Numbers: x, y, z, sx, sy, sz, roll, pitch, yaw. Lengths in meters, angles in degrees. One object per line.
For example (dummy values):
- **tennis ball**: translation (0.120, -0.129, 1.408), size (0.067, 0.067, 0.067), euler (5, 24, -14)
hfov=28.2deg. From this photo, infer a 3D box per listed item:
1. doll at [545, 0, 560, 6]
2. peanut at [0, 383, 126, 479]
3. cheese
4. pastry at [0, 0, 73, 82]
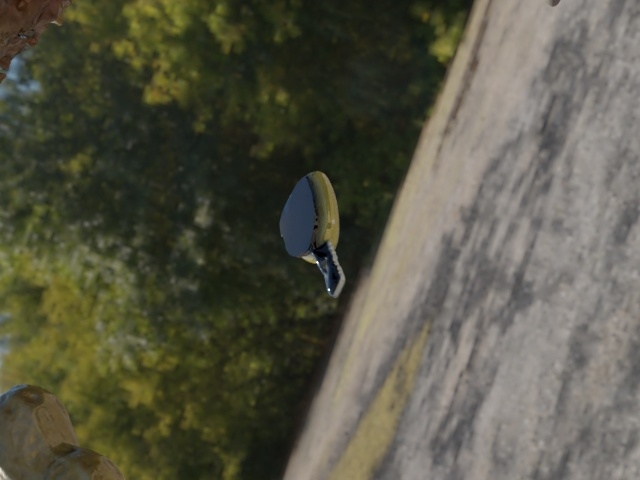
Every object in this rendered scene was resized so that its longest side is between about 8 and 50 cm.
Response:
- **doll**: translation (0.287, -0.321, 0.876), size (0.215, 0.370, 0.226), euler (-1, -107, -71)
- **peanut**: translation (-0.213, 0.195, 1.040), size (0.089, 0.193, 0.089), euler (-34, -29, -22)
- **cheese**: translation (-0.001, 0.000, 1.356), size (0.086, 0.036, 0.162), euler (-61, 29, 29)
- **pastry**: translation (-0.393, -0.276, 1.160), size (0.405, 0.292, 0.337), euler (35, -125, -55)
